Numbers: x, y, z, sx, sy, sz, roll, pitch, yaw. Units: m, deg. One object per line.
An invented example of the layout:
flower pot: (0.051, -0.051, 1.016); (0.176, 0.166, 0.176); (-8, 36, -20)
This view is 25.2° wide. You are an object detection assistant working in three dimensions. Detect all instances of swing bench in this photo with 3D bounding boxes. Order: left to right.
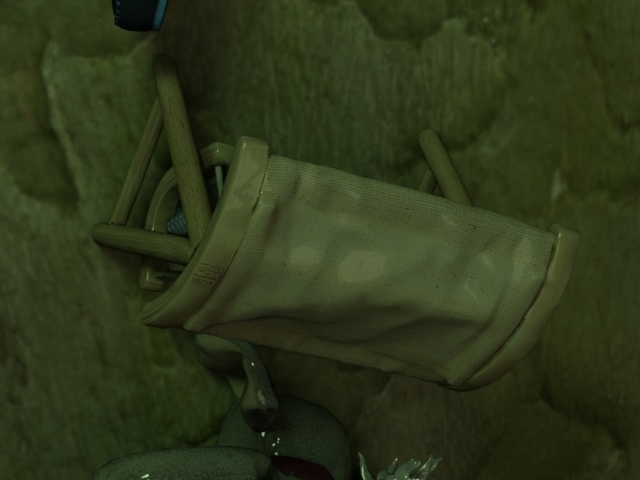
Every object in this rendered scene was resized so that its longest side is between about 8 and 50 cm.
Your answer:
swing bench: (0.000, 0.000, 1.021); (0.253, 0.254, 0.165); (15, 104, -24)

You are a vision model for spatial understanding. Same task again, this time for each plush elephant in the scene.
plush elephant: (-0.056, 0.219, 1.108); (0.330, 0.255, 0.272); (-34, 109, 4)

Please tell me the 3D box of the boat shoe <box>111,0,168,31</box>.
boat shoe: (-0.138, -0.271, 0.966); (0.089, 0.109, 0.258); (0, 94, -13)
